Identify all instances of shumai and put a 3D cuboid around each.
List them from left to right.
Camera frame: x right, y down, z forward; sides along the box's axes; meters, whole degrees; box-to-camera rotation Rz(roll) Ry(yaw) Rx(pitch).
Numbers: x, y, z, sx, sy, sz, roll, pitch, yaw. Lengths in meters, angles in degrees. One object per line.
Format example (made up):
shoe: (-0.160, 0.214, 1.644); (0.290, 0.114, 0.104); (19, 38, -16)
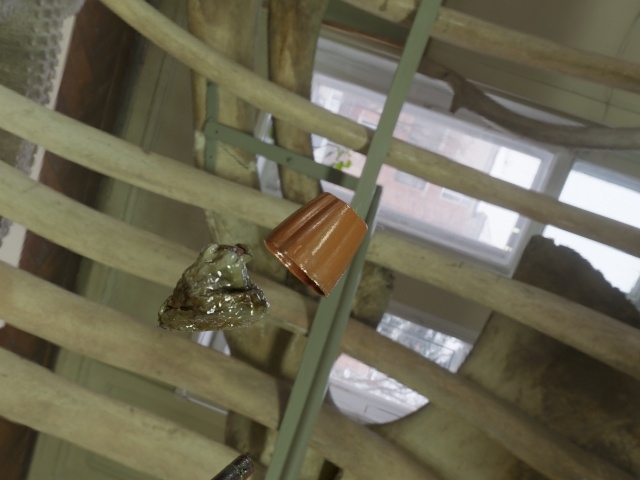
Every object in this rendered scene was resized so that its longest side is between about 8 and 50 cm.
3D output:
shumai: (-0.231, 0.097, 1.260); (0.184, 0.218, 0.185); (37, 44, -55)

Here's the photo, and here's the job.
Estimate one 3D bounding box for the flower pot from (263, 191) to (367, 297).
flower pot: (0.000, 0.000, 1.208); (0.173, 0.190, 0.190); (-48, 171, -8)

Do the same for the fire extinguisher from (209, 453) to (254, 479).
fire extinguisher: (-0.176, 0.436, 1.011); (0.078, 0.045, 0.157); (-48, 166, 32)
